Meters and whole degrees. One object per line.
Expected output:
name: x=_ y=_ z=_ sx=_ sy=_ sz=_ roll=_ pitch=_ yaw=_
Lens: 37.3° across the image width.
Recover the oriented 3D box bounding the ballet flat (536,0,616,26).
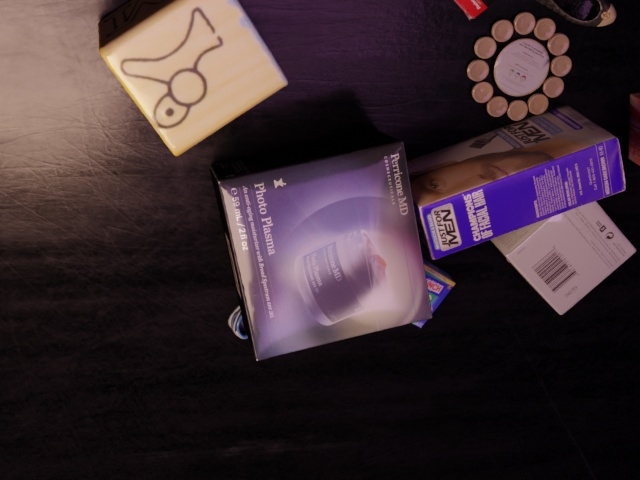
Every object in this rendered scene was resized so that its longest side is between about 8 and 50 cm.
ballet flat: x=0.409 y=-0.385 z=1.538 sx=0.173 sy=0.049 sz=0.057 roll=16 pitch=111 yaw=-20

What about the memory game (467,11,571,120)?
memory game: x=0.334 y=-0.290 z=1.586 sx=0.186 sy=0.012 sz=0.186 roll=-5 pitch=115 yaw=-10

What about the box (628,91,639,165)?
box: x=0.631 y=-0.163 z=1.579 sx=0.123 sy=0.257 sz=0.128 roll=-12 pitch=117 yaw=-9

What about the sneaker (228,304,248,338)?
sneaker: x=-0.108 y=0.110 z=1.645 sx=0.053 sy=0.059 sz=0.144 roll=24 pitch=106 yaw=-20

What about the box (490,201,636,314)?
box: x=0.423 y=-0.001 z=1.685 sx=0.182 sy=0.119 sz=0.181 roll=-43 pitch=117 yaw=8

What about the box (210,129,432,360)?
box: x=0.000 y=0.000 z=1.520 sx=0.294 sy=0.183 sz=0.296 roll=-14 pitch=104 yaw=-8

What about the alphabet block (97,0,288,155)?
alphabet block: x=-0.187 y=-0.272 z=1.369 sx=0.197 sy=0.193 sz=0.192 roll=-32 pitch=117 yaw=3

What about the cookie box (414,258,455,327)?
cookie box: x=0.175 y=0.091 z=1.713 sx=0.092 sy=0.040 sz=0.107 roll=30 pitch=104 yaw=-23

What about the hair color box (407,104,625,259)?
hair color box: x=0.302 y=-0.103 z=1.571 sx=0.339 sy=0.185 sz=0.110 roll=-21 pitch=118 yaw=-3

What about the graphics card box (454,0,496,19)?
graphics card box: x=0.289 y=-0.511 z=1.325 sx=0.371 sy=0.094 sz=0.233 roll=-35 pitch=130 yaw=24
